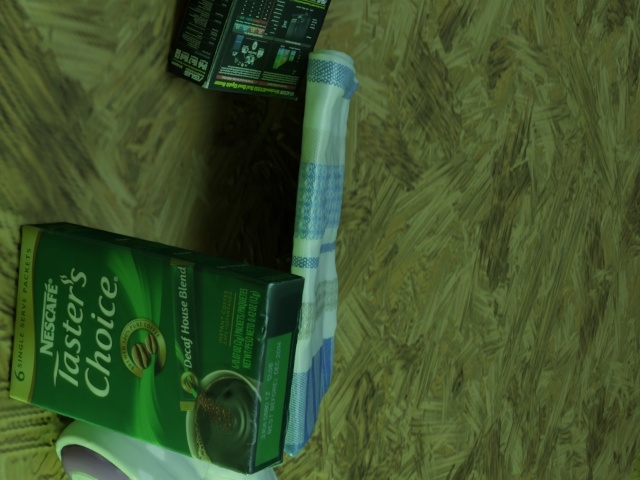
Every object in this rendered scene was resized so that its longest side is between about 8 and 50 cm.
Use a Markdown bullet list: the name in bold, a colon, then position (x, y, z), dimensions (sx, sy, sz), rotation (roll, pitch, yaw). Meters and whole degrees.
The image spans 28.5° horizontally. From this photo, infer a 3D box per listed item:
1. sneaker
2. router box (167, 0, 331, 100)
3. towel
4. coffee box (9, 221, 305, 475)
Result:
- **sneaker**: position (-0.062, 0.165, 0.904), dimensions (0.152, 0.114, 0.305), rotation (-63, 148, -24)
- **router box**: position (-0.046, -0.150, 0.884), dimensions (0.122, 0.038, 0.092), rotation (-3, 115, -60)
- **towel**: position (0.000, 0.000, 0.949), dimensions (0.209, 0.034, 0.285), rotation (-51, 146, -85)
- **coffee box**: position (-0.100, 0.058, 0.728), dimensions (0.040, 0.184, 0.113), rotation (-8, 108, -57)
